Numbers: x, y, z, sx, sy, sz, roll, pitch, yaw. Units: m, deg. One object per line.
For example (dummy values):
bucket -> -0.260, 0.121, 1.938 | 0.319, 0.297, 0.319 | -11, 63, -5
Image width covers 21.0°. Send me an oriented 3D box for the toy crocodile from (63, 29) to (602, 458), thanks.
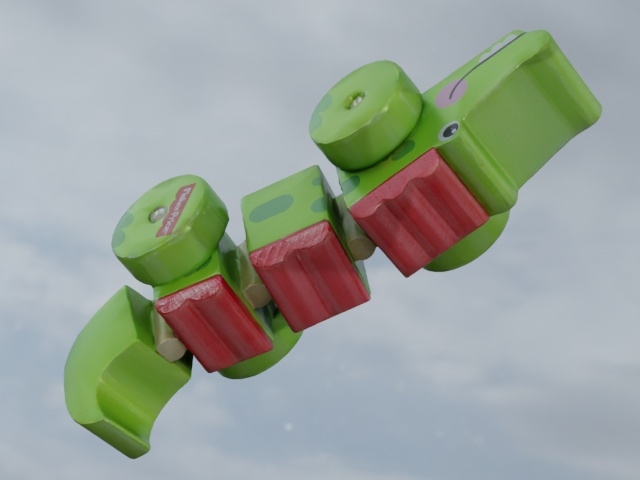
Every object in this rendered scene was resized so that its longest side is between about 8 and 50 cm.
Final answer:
toy crocodile -> 0.000, 0.000, 0.958 | 0.340, 0.105, 0.115 | -30, -58, 10
